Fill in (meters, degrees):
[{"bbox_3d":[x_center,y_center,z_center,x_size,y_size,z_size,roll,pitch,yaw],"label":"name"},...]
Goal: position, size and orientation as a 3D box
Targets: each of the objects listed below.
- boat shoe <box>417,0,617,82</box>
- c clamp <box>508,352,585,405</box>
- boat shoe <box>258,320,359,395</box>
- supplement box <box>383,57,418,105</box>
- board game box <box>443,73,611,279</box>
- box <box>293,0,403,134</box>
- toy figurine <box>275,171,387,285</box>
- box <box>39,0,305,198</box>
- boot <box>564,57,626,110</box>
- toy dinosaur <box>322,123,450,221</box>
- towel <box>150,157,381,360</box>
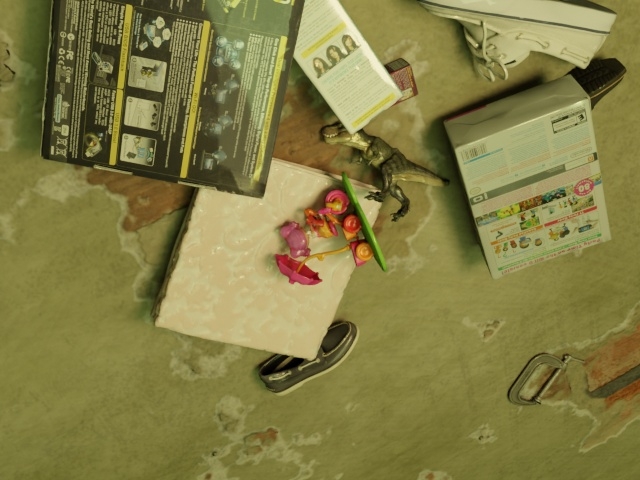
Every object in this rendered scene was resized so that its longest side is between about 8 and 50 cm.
[{"bbox_3d":[0.289,-0.318,1.227,0.367,0.136,0.156,-1,123,-31],"label":"boat shoe"},{"bbox_3d":[0.491,0.307,1.719,0.137,0.022,0.160,27,107,-31],"label":"c clamp"},{"bbox_3d":[-0.022,0.209,1.444,0.206,0.075,0.065,-35,128,8],"label":"boat shoe"},{"bbox_3d":[0.105,-0.245,1.243,0.083,0.043,0.055,-24,123,-4],"label":"supplement box"},{"bbox_3d":[0.356,-0.099,1.338,0.224,0.097,0.303,-19,127,7],"label":"board game box"},{"bbox_3d":[0.010,-0.282,1.148,0.100,0.060,0.244,-36,113,5],"label":"box"},{"bbox_3d":[0.000,0.000,1.252,0.159,0.130,0.173,-23,97,0],"label":"toy figurine"},{"bbox_3d":[-0.192,-0.272,1.047,0.318,0.097,0.395,10,115,-7],"label":"box"},{"bbox_3d":[0.454,-0.217,1.378,0.198,0.077,0.137,-31,130,15],"label":"boot"},{"bbox_3d":[0.119,-0.104,1.295,0.268,0.064,0.118,24,64,-30],"label":"toy dinosaur"},{"bbox_3d":[-0.087,0.027,1.311,0.317,0.053,0.331,15,107,-26],"label":"towel"}]
